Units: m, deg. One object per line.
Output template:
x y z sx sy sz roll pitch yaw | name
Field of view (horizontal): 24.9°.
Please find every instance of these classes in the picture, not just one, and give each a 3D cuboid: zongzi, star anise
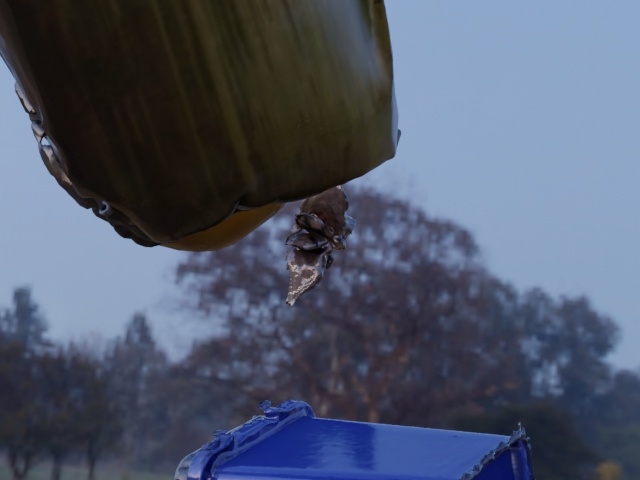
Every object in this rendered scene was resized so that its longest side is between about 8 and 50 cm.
-0.095 -0.164 0.498 0.138 0.286 0.300 -26 28 -14 | zongzi
-0.005 0.007 1.404 0.056 0.129 0.124 20 -23 19 | star anise

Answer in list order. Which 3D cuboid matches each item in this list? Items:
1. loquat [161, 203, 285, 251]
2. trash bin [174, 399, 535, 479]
-0.141 -0.102 1.637 0.235 0.235 0.235 7 -13 2 | loquat
0.023 0.206 1.023 0.234 0.162 0.184 -4 11 32 | trash bin
